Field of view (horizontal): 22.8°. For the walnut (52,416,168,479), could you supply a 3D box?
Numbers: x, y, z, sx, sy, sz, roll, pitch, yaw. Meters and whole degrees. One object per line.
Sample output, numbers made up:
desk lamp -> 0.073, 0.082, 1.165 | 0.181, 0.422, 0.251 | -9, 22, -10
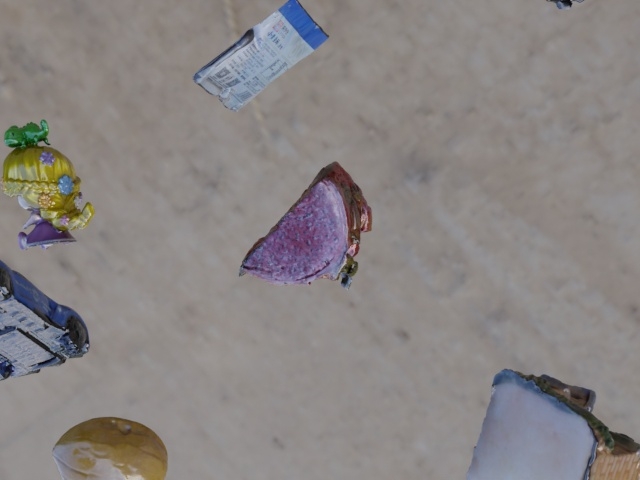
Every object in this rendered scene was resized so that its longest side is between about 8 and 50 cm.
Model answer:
walnut -> -0.207, 0.228, 1.593 | 0.052, 0.121, 0.091 | -126, 50, -64

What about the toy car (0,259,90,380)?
toy car -> -0.303, 0.065, 1.485 | 0.216, 0.103, 0.063 | 48, -152, -52

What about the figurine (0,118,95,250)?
figurine -> -0.326, -0.072, 1.923 | 0.115, 0.095, 0.156 | -13, 83, 32

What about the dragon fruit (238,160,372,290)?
dragon fruit -> 0.000, 0.000, 1.571 | 0.096, 0.102, 0.147 | 40, 121, -9

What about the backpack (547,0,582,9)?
backpack -> 0.187, -0.317, 1.279 | 0.133, 0.206, 0.258 | -125, 13, -61

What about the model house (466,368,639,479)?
model house -> 0.318, 0.264, 2.002 | 0.183, 0.172, 0.166 | 27, 106, 44

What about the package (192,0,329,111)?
package -> -0.076, -0.244, 2.126 | 0.027, 0.173, 0.171 | 52, -175, 20
